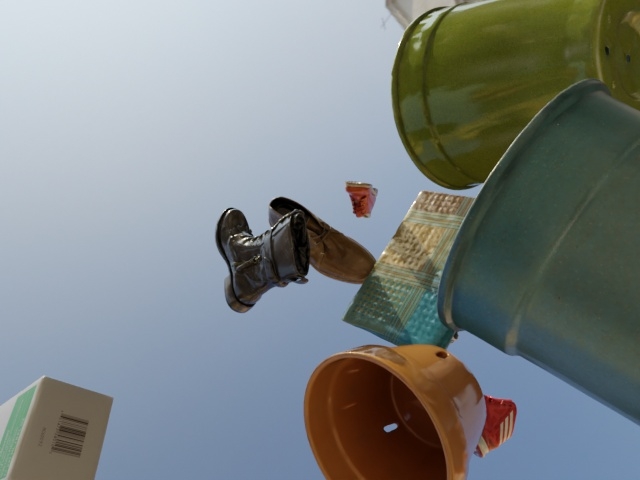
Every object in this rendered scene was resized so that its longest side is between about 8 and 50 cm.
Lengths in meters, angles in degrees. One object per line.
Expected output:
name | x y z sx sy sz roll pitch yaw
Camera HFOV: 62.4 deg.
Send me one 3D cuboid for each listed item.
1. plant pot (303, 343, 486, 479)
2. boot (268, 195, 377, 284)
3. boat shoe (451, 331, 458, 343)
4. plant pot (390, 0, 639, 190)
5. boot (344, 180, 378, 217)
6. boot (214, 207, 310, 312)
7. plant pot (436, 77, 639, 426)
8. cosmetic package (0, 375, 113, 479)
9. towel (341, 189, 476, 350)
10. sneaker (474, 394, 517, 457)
plant pot | 0.142 0.299 0.893 0.203 0.291 0.291 -14 -102 -46
boot | 0.000 0.000 1.241 0.305 0.115 0.112 32 -105 10
boat shoe | 0.344 0.248 1.451 0.083 0.226 0.076 -2 -136 -45
plant pot | 0.380 -0.281 0.937 0.366 0.353 0.367 -1 -88 -36
boot | 0.099 -0.101 1.314 0.059 0.158 0.085 12 -93 27
boot | -0.107 0.004 1.055 0.091 0.229 0.263 12 -126 -41
plant pot | 0.363 0.052 0.566 0.341 0.341 0.334 -34 -127 -27
cosmetic package | -0.584 0.430 1.040 0.155 0.365 0.197 34 -142 -36
towel | 0.230 0.059 1.127 0.040 0.271 0.370 44 -106 -37
sneaker | 0.347 0.350 1.174 0.128 0.087 0.221 -22 -95 -15
